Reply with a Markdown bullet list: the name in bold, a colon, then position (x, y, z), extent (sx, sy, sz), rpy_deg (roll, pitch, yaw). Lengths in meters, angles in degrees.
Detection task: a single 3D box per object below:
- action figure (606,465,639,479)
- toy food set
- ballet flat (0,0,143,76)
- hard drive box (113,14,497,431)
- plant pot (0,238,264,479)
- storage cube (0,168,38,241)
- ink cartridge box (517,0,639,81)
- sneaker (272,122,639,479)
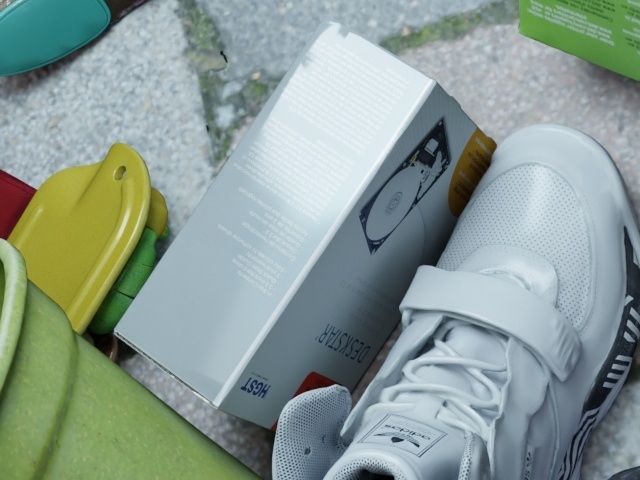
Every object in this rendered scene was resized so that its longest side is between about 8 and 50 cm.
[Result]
- **action figure**: position (0.243, 0.110, 1.005), extent (0.275, 0.164, 0.141), rpy_deg (-42, 23, 4)
- **toy food set**: position (-0.170, 0.040, 1.300), extent (0.128, 0.071, 0.218), rpy_deg (29, 86, 48)
- **ballet flat**: position (-0.163, -0.197, 1.355), extent (0.221, 0.077, 0.079), rpy_deg (-30, 50, 6)
- **hard drive box**: position (0.000, 0.000, 1.177), extent (0.089, 0.181, 0.232), rpy_deg (34, 91, 23)
- **plant pot**: position (-0.157, 0.179, 1.128), extent (0.276, 0.254, 0.276), rpy_deg (-45, 26, 28)
- **storage cube**: position (-0.346, -0.012, 1.305), extent (0.183, 0.193, 0.215), rpy_deg (28, 89, 24)
- **ink cartridge box**: position (0.269, -0.205, 1.183), extent (0.189, 0.097, 0.255), rpy_deg (26, 53, 25)
- **sneaker**: position (0.086, 0.087, 1.105), extent (0.137, 0.210, 0.366), rpy_deg (15, 82, 23)
